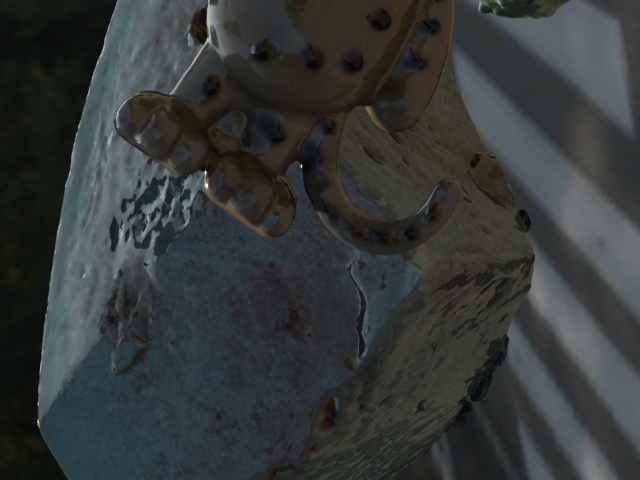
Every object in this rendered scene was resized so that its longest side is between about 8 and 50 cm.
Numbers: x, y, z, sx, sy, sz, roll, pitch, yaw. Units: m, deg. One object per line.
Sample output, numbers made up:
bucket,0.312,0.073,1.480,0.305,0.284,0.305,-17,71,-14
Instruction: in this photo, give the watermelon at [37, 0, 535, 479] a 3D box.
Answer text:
watermelon,0.000,0.000,0.921,0.258,0.228,0.387,-3,81,62

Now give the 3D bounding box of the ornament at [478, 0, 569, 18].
ornament,0.113,-0.259,1.255,0.120,0.130,0.285,23,169,37

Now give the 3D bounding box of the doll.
doll,0.029,-0.131,0.735,0.278,0.154,0.119,-63,5,1
